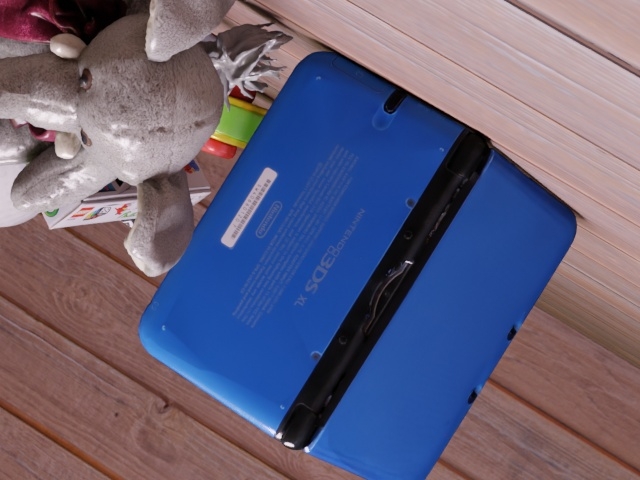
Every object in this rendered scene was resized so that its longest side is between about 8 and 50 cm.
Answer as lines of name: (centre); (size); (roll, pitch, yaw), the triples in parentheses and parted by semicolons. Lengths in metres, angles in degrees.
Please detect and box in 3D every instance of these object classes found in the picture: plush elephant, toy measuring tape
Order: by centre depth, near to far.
plush elephant: (-0.173, -0.123, 1.038); (0.330, 0.272, 0.255); (3, -160, -9)
toy measuring tape: (-0.089, -0.155, 1.934); (0.330, 0.121, 0.121); (22, 175, 29)

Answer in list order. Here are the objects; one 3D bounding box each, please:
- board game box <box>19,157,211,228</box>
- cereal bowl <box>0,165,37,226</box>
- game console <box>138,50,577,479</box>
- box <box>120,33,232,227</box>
board game box: (-0.237, -0.160, 1.289); (0.193, 0.053, 0.305); (-9, -111, -58)
cereal bowl: (-0.346, -0.191, 1.377); (0.339, 0.141, 0.339); (44, -157, -25)
game console: (0.037, 0.032, 1.173); (0.250, 0.293, 0.173); (32, 180, 16)
box: (-0.202, -0.144, 1.727); (0.076, 0.242, 0.307); (32, 179, -13)
